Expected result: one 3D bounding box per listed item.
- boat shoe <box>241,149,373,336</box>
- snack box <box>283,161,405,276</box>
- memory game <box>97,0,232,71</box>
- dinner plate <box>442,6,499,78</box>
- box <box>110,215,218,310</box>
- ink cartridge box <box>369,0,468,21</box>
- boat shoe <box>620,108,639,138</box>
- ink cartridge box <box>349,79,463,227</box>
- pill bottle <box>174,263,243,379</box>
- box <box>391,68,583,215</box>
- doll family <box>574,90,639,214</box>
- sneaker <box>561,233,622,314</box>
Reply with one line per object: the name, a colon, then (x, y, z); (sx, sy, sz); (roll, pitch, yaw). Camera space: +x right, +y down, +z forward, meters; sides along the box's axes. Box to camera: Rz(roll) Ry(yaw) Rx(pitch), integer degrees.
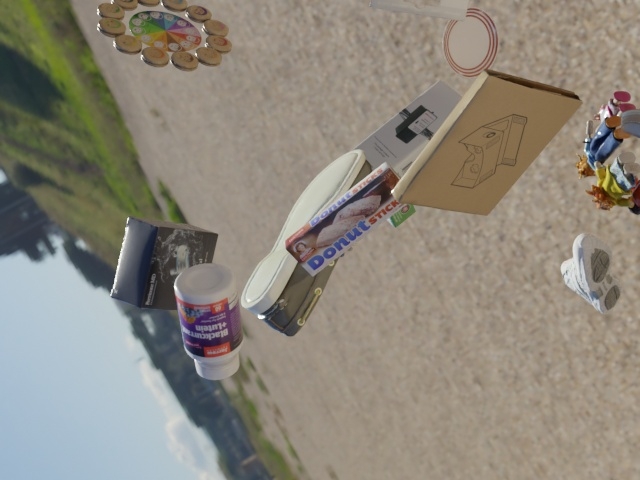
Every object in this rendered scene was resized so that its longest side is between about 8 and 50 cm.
boat shoe: (-0.002, 0.000, 1.589); (0.091, 0.305, 0.109); (42, 156, -23)
snack box: (0.038, -0.028, 1.446); (0.064, 0.178, 0.022); (46, -169, -33)
memory game: (-0.206, -0.282, 1.426); (0.186, 0.186, 0.012); (55, 138, 35)
dinner plate: (0.297, -0.394, 2.141); (0.017, 0.141, 0.141); (21, 141, 59)
box: (-0.289, 0.046, 1.999); (0.093, 0.156, 0.158); (16, -174, 39)
ink cartridge box: (0.143, -0.399, 1.458); (0.045, 0.145, 0.179); (-127, 44, -67)
boat shoe: (0.519, -0.146, 1.578); (0.170, 0.059, 0.063); (19, 166, 24)
ink cartridge box: (0.163, -0.143, 1.784); (0.087, 0.208, 0.153); (48, 174, 33)
pill bottle: (-0.192, 0.147, 1.892); (0.108, 0.108, 0.194); (-130, 29, -52)
box: (0.200, -0.113, 1.301); (0.201, 0.164, 0.021); (-53, 47, 33)
doll family: (0.557, -0.153, 2.080); (0.163, 0.118, 0.263); (105, 152, -61)
sneaker: (0.530, 0.061, 2.173); (0.115, 0.090, 0.232); (27, 157, 39)
